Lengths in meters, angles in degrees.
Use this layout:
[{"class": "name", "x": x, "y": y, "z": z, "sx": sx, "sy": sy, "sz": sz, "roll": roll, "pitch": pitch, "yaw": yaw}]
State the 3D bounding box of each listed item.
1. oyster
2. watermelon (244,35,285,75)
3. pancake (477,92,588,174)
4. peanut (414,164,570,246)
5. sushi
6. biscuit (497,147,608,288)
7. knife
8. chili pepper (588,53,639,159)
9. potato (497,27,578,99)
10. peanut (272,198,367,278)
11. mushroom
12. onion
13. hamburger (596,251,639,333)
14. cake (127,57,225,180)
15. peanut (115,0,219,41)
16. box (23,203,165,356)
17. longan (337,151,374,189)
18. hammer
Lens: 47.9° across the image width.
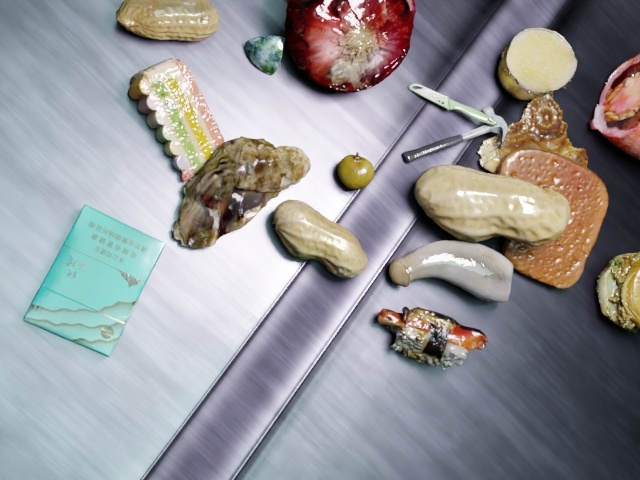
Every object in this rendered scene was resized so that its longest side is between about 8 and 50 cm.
[{"class": "oyster", "x": -0.151, "y": -0.090, "z": 1.362, "sx": 0.166, "sy": 0.094, "sz": 0.294, "roll": 44, "pitch": 78, "yaw": -27}, {"class": "watermelon", "x": -0.109, "y": -0.383, "z": 1.446, "sx": 0.085, "sy": 0.085, "sz": 0.061, "roll": 52, "pitch": 30, "yaw": -6}, {"class": "pancake", "x": 0.487, "y": -0.240, "z": 1.618, "sx": 0.266, "sy": 0.057, "sz": 0.244, "roll": 12, "pitch": 78, "yaw": -16}, {"class": "peanut", "x": 0.343, "y": -0.068, "z": 1.464, "sx": 0.313, "sy": 0.152, "sz": 0.152, "roll": 11, "pitch": 78, "yaw": 7}, {"class": "sushi", "x": 0.217, "y": 0.194, "z": 1.446, "sx": 0.226, "sy": 0.097, "sz": 0.103, "roll": 20, "pitch": 70, "yaw": 0}, {"class": "biscuit", "x": 0.481, "y": -0.051, "z": 1.568, "sx": 0.262, "sy": 0.052, "sz": 0.277, "roll": 16, "pitch": 96, "yaw": -10}, {"class": "knife", "x": 0.284, "y": -0.291, "z": 1.554, "sx": 0.207, "sy": 0.014, "sz": 0.030, "roll": 25, "pitch": 69, "yaw": 2}, {"class": "chili pepper", "x": 0.814, "y": -0.275, "z": 1.648, "sx": 0.305, "sy": 0.229, "sz": 0.251, "roll": 32, "pitch": 57, "yaw": -12}, {"class": "potato", "x": 0.480, "y": -0.386, "z": 1.626, "sx": 0.200, "sy": 0.081, "sz": 0.164, "roll": -34, "pitch": 85, "yaw": -23}, {"class": "peanut", "x": 0.000, "y": 0.000, "z": 1.400, "sx": 0.214, "sy": 0.090, "sz": 0.099, "roll": 30, "pitch": 62, "yaw": -12}, {"class": "mushroom", "x": 0.275, "y": 0.055, "z": 1.487, "sx": 0.270, "sy": 0.103, "sz": 0.118, "roll": 11, "pitch": 86, "yaw": -10}, {"class": "onion", "x": 0.048, "y": -0.442, "z": 1.433, "sx": 0.272, "sy": 0.195, "sz": 0.272, "roll": -9, "pitch": 120, "yaw": -15}, {"class": "hamburger", "x": 0.732, "y": 0.114, "z": 1.620, "sx": 0.215, "sy": 0.122, "sz": 0.189, "roll": -1, "pitch": 89, "yaw": -23}, {"class": "cake", "x": -0.260, "y": -0.231, "z": 1.347, "sx": 0.109, "sy": 0.090, "sz": 0.225, "roll": -34, "pitch": 96, "yaw": -25}, {"class": "peanut", "x": -0.287, "y": -0.427, "z": 1.365, "sx": 0.194, "sy": 0.083, "sz": 0.093, "roll": 0, "pitch": 82, "yaw": -18}, {"class": "box", "x": -0.397, "y": 0.072, "z": 1.280, "sx": 0.161, "sy": 0.042, "sz": 0.226, "roll": 27, "pitch": 74, "yaw": -12}, {"class": "longan", "x": 0.072, "y": -0.143, "z": 1.450, "sx": 0.075, "sy": 0.083, "sz": 0.075, "roll": 5, "pitch": 44, "yaw": -5}, {"class": "hammer", "x": 0.291, "y": -0.211, "z": 1.548, "sx": 0.246, "sy": 0.029, "sz": 0.103, "roll": -22, "pitch": 58, "yaw": -15}]
